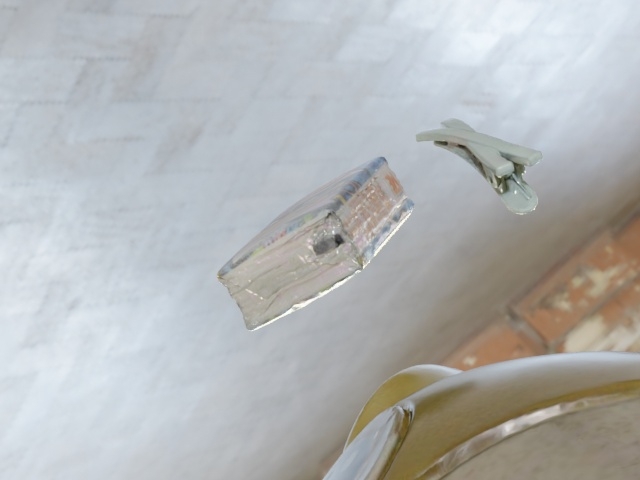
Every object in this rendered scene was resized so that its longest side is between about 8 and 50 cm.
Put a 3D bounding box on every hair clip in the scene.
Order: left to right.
[{"bbox_3d":[0.096,-0.049,0.788,0.030,0.115,0.039,-19,117,-16],"label":"hair clip"}]

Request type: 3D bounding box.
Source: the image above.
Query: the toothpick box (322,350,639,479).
[{"bbox_3d":[0.163,0.263,0.740,0.409,0.425,0.409,-4,97,-36],"label":"toothpick box"}]

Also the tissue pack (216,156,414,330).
[{"bbox_3d":[0.000,0.000,1.015,0.115,0.065,0.155,-29,-174,26],"label":"tissue pack"}]
